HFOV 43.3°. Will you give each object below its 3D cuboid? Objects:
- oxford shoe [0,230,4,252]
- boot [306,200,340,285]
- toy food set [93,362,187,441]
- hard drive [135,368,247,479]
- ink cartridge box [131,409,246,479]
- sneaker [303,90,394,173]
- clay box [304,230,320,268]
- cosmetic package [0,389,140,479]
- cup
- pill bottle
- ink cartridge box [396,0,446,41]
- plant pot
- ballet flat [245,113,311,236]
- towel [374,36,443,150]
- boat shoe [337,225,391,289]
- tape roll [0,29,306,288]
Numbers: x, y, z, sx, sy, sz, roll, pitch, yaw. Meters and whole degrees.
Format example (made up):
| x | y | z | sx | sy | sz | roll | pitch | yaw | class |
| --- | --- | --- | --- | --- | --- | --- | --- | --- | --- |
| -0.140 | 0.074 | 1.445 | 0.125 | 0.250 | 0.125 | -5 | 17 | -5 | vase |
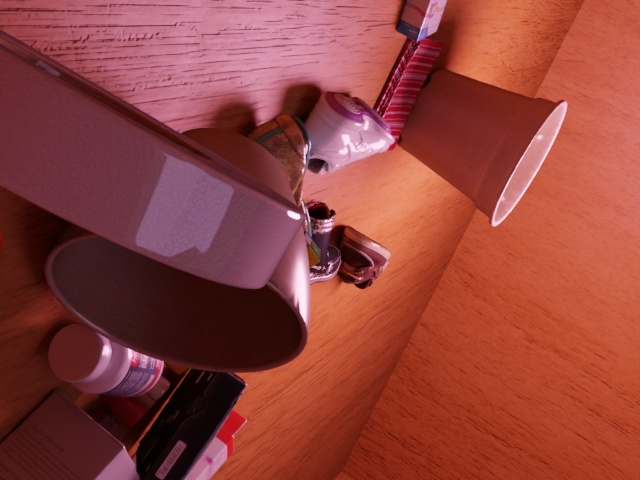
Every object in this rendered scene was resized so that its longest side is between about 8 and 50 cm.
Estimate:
| x | y | z | sx | sy | sz | roll | pitch | yaw | class |
| --- | --- | --- | --- | --- | --- | --- | --- | --- | --- |
| -0.375 | -0.019 | 0.719 | 0.130 | 0.133 | 0.363 | -49 | 179 | -40 | oxford shoe |
| 0.001 | 0.001 | 1.753 | 0.236 | 0.085 | 0.178 | -25 | 140 | -58 | boot |
| -0.327 | 0.250 | 1.344 | 0.232 | 0.104 | 0.111 | -46 | -178 | 25 | toy food set |
| -0.240 | 0.323 | 1.452 | 0.237 | 0.064 | 0.339 | -55 | -170 | -11 | hard drive |
| -0.272 | 0.433 | 1.664 | 0.231 | 0.134 | 0.078 | -45 | 157 | -33 | ink cartridge box |
| 0.037 | -0.197 | 1.532 | 0.152 | 0.114 | 0.305 | -49 | 161 | 17 | sneaker |
| -0.103 | 0.071 | 1.372 | 0.222 | 0.053 | 0.127 | -35 | -175 | 4 | clay box |
| -0.394 | 0.359 | 1.202 | 0.183 | 0.151 | 0.151 | -47 | 160 | -28 | cosmetic package |
| -0.154 | -0.006 | 1.055 | 0.331 | 0.331 | 0.237 | 92 | 10 | -57 | cup |
| -0.313 | 0.173 | 1.180 | 0.108 | 0.108 | 0.180 | -57 | 162 | -3 | pill bottle |
| 0.207 | -0.465 | 1.580 | 0.088 | 0.052 | 0.122 | -38 | 152 | -46 | ink cartridge box |
| 0.372 | -0.253 | 1.943 | 0.334 | 0.305 | 0.334 | -49 | 161 | -24 | plant pot |
| -0.082 | -0.079 | 1.394 | 0.123 | 0.123 | 0.348 | -49 | 160 | -26 | ballet flat |
| 0.183 | -0.321 | 1.788 | 0.274 | 0.031 | 0.199 | -64 | 162 | 18 | towel |
| 0.098 | 0.059 | 2.049 | 0.123 | 0.123 | 0.342 | -57 | 168 | -6 | boat shoe |
| -0.192 | -0.088 | 0.632 | 0.072 | 0.392 | 0.392 | -60 | 162 | 2 | tape roll |
